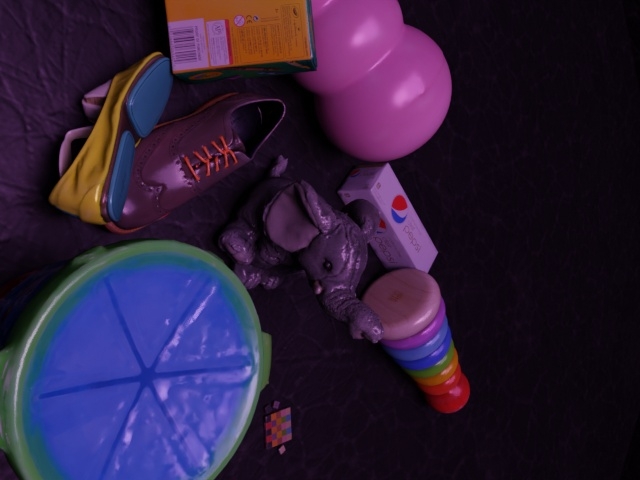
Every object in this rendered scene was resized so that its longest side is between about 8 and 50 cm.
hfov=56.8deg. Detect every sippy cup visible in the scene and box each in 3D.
[{"bbox_3d":[-0.211,0.111,0.557,0.305,0.224,0.240,49,59,-36],"label":"sippy cup"}]

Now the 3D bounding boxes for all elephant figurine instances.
[{"bbox_3d":[0.000,0.000,0.762,0.169,0.239,0.186,-39,118,-38],"label":"elephant figurine"}]

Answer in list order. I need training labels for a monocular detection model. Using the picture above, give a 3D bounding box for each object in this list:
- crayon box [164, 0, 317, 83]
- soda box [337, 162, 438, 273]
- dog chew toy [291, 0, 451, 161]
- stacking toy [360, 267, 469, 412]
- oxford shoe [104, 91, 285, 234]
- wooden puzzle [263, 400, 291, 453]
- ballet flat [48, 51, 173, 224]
[{"bbox_3d":[-0.099,-0.336,0.691,0.081,0.165,0.278,-61,146,-81],"label":"crayon box"},{"bbox_3d":[0.118,-0.029,1.006,0.216,0.074,0.069,55,54,-33],"label":"soda box"},{"bbox_3d":[0.041,-0.272,0.838,0.332,0.206,0.206,48,58,-26],"label":"dog chew toy"},{"bbox_3d":[0.194,0.204,1.061,0.141,0.141,0.330,-56,132,-29],"label":"stacking toy"},{"bbox_3d":[-0.148,-0.105,0.704,0.271,0.098,0.097,-50,125,-33],"label":"oxford shoe"},{"bbox_3d":[-0.063,0.276,0.876,0.049,0.006,0.083,-6,96,-46],"label":"wooden puzzle"},{"bbox_3d":[-0.226,-0.121,0.634,0.077,0.077,0.231,94,5,-60],"label":"ballet flat"}]
